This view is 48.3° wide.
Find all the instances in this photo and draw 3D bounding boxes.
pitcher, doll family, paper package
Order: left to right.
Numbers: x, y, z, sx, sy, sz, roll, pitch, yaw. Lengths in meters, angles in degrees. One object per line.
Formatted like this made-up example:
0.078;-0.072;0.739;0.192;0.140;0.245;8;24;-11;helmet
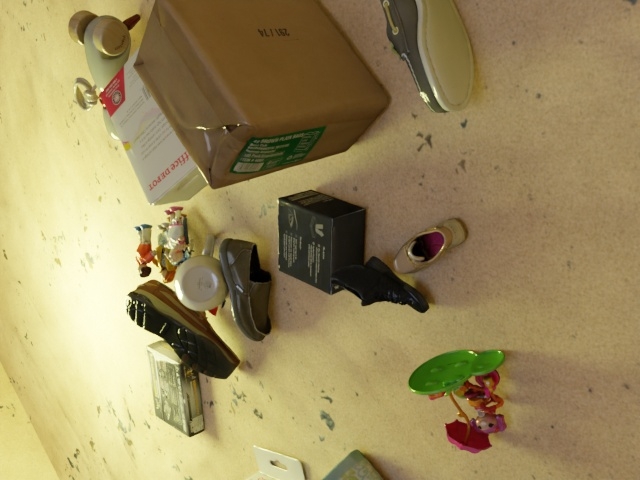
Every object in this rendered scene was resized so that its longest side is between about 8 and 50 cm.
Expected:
-0.370;0.024;1.799;0.263;0.118;0.163;-22;70;48;doll family
-0.268;0.071;1.646;0.207;0.125;0.178;169;105;-84;pitcher
-0.100;-0.276;1.220;0.310;0.324;0.168;55;137;17;paper package

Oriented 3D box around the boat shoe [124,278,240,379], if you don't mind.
-0.330;0.209;1.782;0.324;0.120;0.122;40;129;-6;boat shoe

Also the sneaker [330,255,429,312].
0.106;0.094;1.284;0.170;0.089;0.051;42;167;19;sneaker

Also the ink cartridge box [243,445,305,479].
-0.114;0.703;1.743;0.207;0.119;0.354;-3;102;49;ink cartridge box

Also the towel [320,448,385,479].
0.045;0.672;1.456;0.374;0.090;0.320;-46;66;6;towel

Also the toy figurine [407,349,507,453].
0.258;0.282;1.211;0.173;0.130;0.159;-20;103;25;toy figurine

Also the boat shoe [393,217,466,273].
0.172;0.014;1.221;0.170;0.059;0.063;-41;73;47;boat shoe

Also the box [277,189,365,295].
0.000;0.000;1.382;0.158;0.093;0.156;23;121;43;box

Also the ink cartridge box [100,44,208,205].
-0.340;-0.264;1.610;0.226;0.131;0.306;-32;80;35;ink cartridge box

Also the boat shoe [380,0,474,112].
0.150;-0.332;1.089;0.091;0.109;0.305;-20;83;50;boat shoe

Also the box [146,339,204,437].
-0.411;0.417;2.019;0.183;0.056;0.231;13;113;46;box

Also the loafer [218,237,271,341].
-0.152;0.111;1.587;0.087;0.094;0.251;-9;112;19;loafer

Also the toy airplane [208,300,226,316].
-0.284;0.114;1.789;0.151;0.028;0.151;17;114;43;toy airplane

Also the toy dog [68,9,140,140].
-0.496;-0.429;1.770;0.220;0.161;0.334;44;146;18;toy dog
